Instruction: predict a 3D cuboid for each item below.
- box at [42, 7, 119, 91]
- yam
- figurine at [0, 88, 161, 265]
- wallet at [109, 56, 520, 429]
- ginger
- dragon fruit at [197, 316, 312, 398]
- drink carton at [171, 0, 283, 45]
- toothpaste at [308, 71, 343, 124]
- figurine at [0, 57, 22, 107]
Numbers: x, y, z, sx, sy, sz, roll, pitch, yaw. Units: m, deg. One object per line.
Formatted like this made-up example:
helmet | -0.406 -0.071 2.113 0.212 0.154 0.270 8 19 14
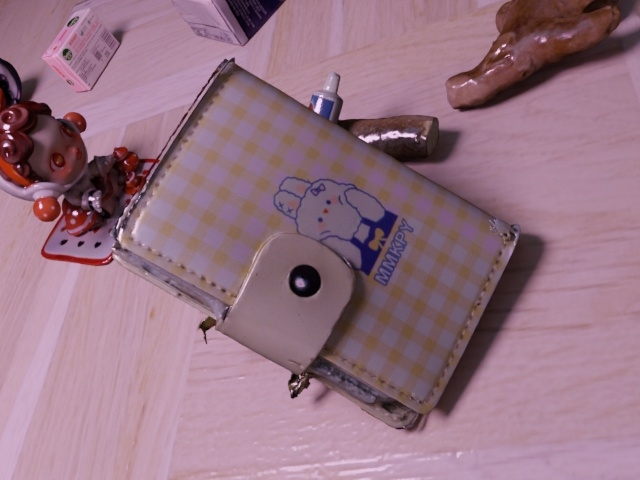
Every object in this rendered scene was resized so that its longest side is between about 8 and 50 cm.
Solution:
box | -0.430 -0.343 1.193 0.043 0.089 0.125 2 56 32
yam | 0.010 -0.121 0.793 0.274 0.061 0.061 4 59 31
figurine | -0.362 -0.106 0.878 0.160 0.226 0.183 4 58 33
wallet | 0.000 0.000 0.579 0.309 0.077 0.223 31 70 -3
ginger | 0.273 -0.285 0.750 0.166 0.080 0.333 10 58 48
dragon fruit | -0.056 0.043 0.663 0.137 0.135 0.236 -17 72 30
drink carton | -0.123 -0.438 1.082 0.134 0.102 0.222 25 71 42
toothpaste | -0.011 -0.094 0.751 0.057 0.035 0.197 23 99 41
figurine | -0.635 -0.237 1.217 0.145 0.145 0.222 25 82 40
